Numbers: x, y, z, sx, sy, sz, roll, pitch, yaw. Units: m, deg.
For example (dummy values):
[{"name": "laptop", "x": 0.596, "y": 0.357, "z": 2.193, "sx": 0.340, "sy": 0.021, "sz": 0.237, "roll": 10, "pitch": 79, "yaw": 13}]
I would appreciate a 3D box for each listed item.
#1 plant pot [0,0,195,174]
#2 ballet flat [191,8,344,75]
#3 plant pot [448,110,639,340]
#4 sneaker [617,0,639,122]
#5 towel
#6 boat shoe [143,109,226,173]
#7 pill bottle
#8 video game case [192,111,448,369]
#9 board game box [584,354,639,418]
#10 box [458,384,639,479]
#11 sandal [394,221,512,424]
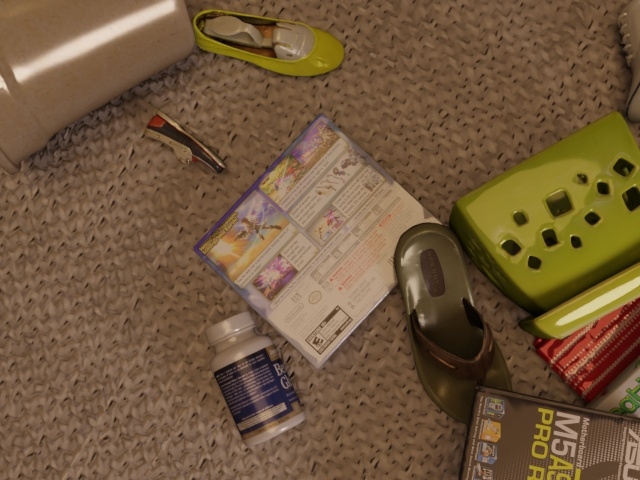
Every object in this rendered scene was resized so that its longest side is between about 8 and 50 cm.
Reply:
[{"name": "plant pot", "x": -0.350, "y": -0.303, "z": 1.072, "sx": 0.305, "sy": 0.334, "sz": 0.334, "roll": -26, "pitch": 83, "yaw": -11}, {"name": "ballet flat", "x": -0.080, "y": -0.292, "z": 1.149, "sx": 0.230, "sy": 0.077, "sz": 0.077, "roll": 12, "pitch": 84, "yaw": 5}, {"name": "plant pot", "x": 0.312, "y": -0.001, "z": 1.010, "sx": 0.227, "sy": 0.228, "sz": 0.207, "roll": -29, "pitch": 79, "yaw": 4}, {"name": "sneaker", "x": 0.464, "y": -0.289, "z": 1.118, "sx": 0.091, "sy": 0.094, "sz": 0.258, "roll": 18, "pitch": 81, "yaw": 24}, {"name": "towel", "x": 0.455, "y": 0.174, "z": 1.090, "sx": 0.199, "sy": 0.031, "sz": 0.275, "roll": -44, "pitch": 84, "yaw": -1}, {"name": "boat shoe", "x": -0.197, "y": -0.136, "z": 1.155, "sx": 0.137, "sy": 0.049, "sz": 0.043, "roll": 37, "pitch": 91, "yaw": 9}, {"name": "pill bottle", "x": -0.095, "y": 0.188, "z": 1.091, "sx": 0.094, "sy": 0.094, "sz": 0.170, "roll": -25, "pitch": 83, "yaw": 1}, {"name": "video game case", "x": 0.000, "y": 0.000, "z": 1.121, "sx": 0.244, "sy": 0.061, "sz": 0.269, "roll": 43, "pitch": 88, "yaw": 5}, {"name": "board game box", "x": 0.471, "y": 0.223, "z": 0.998, "sx": 0.193, "sy": 0.053, "sz": 0.305, "roll": 40, "pitch": 118, "yaw": 10}, {"name": "box", "x": 0.273, "y": 0.331, "z": 0.970, "sx": 0.216, "sy": 0.060, "sz": 0.270, "roll": 11, "pitch": 78, "yaw": 14}, {"name": "sandal", "x": 0.174, "y": 0.125, "z": 1.059, "sx": 0.120, "sy": 0.086, "sz": 0.303, "roll": -23, "pitch": 105, "yaw": 0}]
